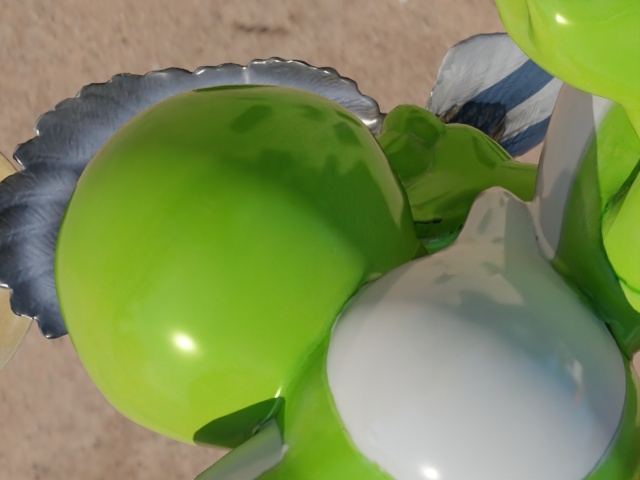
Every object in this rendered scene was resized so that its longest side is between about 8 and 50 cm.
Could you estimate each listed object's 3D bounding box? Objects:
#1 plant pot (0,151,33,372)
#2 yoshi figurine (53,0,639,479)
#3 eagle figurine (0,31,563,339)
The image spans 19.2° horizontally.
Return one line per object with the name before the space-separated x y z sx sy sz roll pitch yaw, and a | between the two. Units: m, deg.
plant pot | -0.270 0.021 1.050 0.236 0.032 0.236 -14 126 -20
yoshi figurine | 0.066 -0.032 0.554 0.362 0.203 0.203 -39 128 -5
eagle figurine | -0.006 0.006 1.039 0.225 0.298 0.226 -27 116 -50
